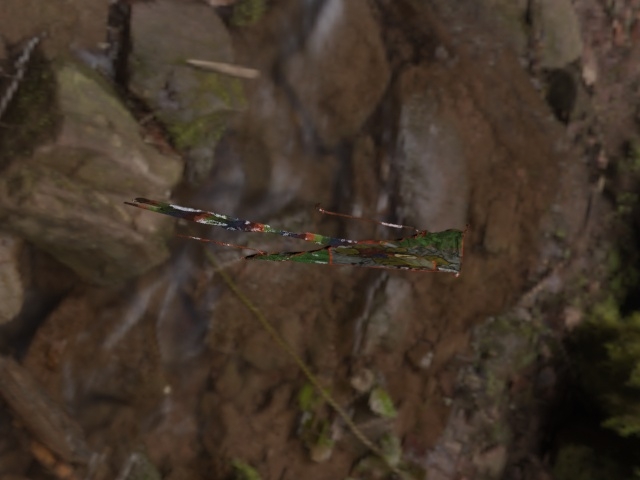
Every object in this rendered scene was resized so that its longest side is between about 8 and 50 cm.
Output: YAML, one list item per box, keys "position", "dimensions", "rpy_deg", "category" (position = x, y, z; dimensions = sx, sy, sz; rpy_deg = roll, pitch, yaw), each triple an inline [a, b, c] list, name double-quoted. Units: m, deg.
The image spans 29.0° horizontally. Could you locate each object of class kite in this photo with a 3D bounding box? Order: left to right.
- position: [0.000, 0.000, 0.728]
  dimensions: [0.244, 0.198, 0.006]
  rpy_deg: [13, 76, -37]
  category: "kite"
